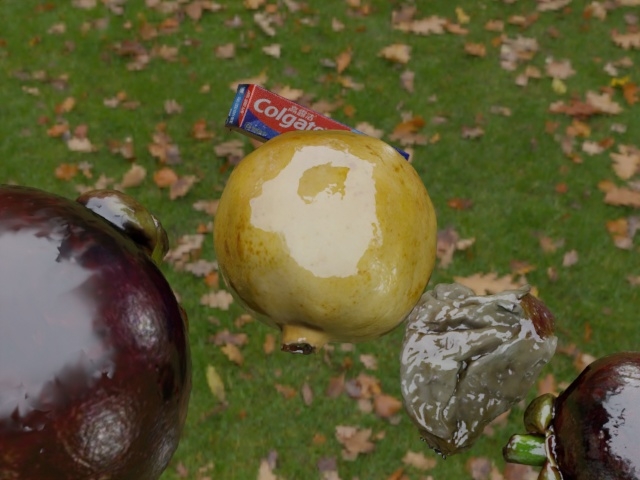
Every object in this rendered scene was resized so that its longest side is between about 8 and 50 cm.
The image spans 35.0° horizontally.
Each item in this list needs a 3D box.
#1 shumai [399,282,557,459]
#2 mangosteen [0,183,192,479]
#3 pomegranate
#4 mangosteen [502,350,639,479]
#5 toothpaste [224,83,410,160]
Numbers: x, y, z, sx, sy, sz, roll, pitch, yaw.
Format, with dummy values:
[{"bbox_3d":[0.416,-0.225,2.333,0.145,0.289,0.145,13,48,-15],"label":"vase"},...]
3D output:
[{"bbox_3d":[0.201,0.142,1.332,0.184,0.185,0.218,38,53,0],"label":"shumai"},{"bbox_3d":[-0.225,0.099,0.799,0.293,0.297,0.297,5,31,-43],"label":"mangosteen"},{"bbox_3d":[0.003,-0.007,0.991,0.233,0.233,0.233,2,41,-2],"label":"pomegranate"},{"bbox_3d":[0.328,0.221,1.112,0.216,0.216,0.216,2,41,-2],"label":"mangosteen"},{"bbox_3d":[-0.001,-0.164,1.668,0.320,0.076,0.066,20,-1,-32],"label":"toothpaste"}]
